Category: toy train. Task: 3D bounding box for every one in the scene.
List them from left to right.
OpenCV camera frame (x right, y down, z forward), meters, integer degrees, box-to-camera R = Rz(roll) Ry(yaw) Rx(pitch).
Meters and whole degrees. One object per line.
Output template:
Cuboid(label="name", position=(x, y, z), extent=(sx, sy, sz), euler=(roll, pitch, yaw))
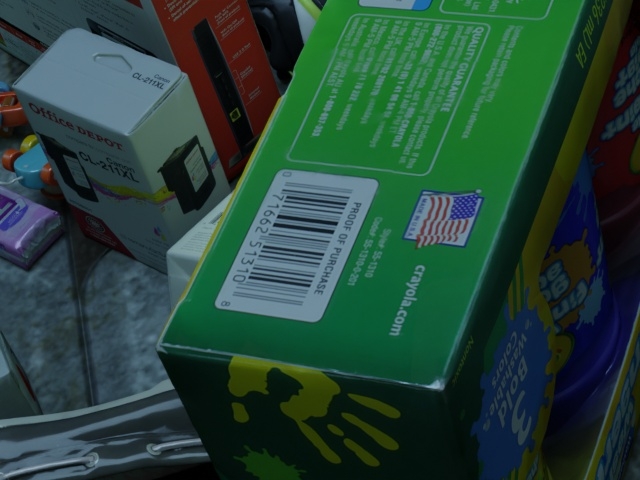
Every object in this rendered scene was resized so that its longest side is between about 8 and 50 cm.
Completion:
Cuboid(label="toy train", position=(-0.247, -0.079, 1.463), extent=(0.125, 0.046, 0.166), euler=(-8, 35, 3))

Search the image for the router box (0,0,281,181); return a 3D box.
Cuboid(label="router box", position=(-0.198, -0.233, 1.418), extent=(0.335, 0.301, 0.082), euler=(32, 65, 35))

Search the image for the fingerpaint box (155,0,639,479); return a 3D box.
Cuboid(label="fingerpaint box", position=(0.105, 0.012, 1.065), extent=(0.163, 0.371, 0.445), euler=(8, 52, 23))

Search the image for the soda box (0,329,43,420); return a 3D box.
Cuboid(label="soda box", position=(-0.347, 0.158, 1.258), extent=(0.286, 0.098, 0.091), euler=(-26, 47, -7))

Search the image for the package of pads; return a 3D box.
Cuboid(label="package of pads", position=(-0.256, -0.014, 1.425), extent=(0.083, 0.032, 0.050), euler=(24, 58, 32))

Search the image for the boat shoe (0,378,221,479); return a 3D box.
Cuboid(label="boat shoe", position=(-0.168, 0.177, 1.180), extent=(0.335, 0.112, 0.095), euler=(-20, 43, -5))

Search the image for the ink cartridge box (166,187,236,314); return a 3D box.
Cuboid(label="ink cartridge box", position=(0.000, 0.000, 1.276), extent=(0.134, 0.078, 0.231), euler=(10, 30, 23))

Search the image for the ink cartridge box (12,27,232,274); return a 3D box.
Cuboid(label="ink cartridge box", position=(-0.147, -0.064, 1.339), extent=(0.127, 0.175, 0.072), euler=(24, 60, 32))

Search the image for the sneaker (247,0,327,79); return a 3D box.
Cuboid(label="sneaker", position=(-0.080, -0.223, 1.499), extent=(0.235, 0.084, 0.097), euler=(40, 81, 21))
